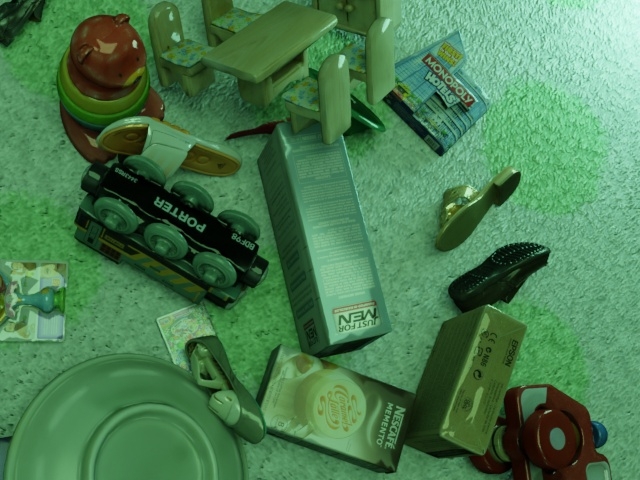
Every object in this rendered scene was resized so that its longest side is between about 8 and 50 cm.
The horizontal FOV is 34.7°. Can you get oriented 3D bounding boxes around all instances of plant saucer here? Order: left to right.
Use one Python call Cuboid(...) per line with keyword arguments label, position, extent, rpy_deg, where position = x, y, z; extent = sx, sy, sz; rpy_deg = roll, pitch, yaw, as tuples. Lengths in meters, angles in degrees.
Cuboid(label="plant saucer", position=(-0.268, 0.360, 1.553), extent=(0.400, 0.100, 0.401), rpy_deg=(13, 66, -31))

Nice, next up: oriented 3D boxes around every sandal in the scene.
Cuboid(label="sandal", position=(-0.241, -0.135, 1.714), extent=(0.265, 0.102, 0.076), rpy_deg=(13, 55, -34))
Cuboid(label="sandal", position=(0.264, -0.070, 1.885), extent=(0.079, 0.088, 0.240), rpy_deg=(35, 59, 31))

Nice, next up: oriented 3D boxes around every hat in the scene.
Cuboid(label="hat", position=(-0.017, -0.193, 1.852), extent=(0.208, 0.173, 0.184), rpy_deg=(39, 105, 5))

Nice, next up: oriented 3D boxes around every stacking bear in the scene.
Cuboid(label="stacking bear", position=(-0.347, -0.267, 1.664), extent=(0.175, 0.289, 0.164), rpy_deg=(-41, 88, -19))

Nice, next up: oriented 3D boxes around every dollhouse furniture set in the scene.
Cuboid(label="dollhouse furniture set", position=(-0.034, -0.405, 1.718), extent=(0.362, 0.257, 0.394), rpy_deg=(23, 48, 29))

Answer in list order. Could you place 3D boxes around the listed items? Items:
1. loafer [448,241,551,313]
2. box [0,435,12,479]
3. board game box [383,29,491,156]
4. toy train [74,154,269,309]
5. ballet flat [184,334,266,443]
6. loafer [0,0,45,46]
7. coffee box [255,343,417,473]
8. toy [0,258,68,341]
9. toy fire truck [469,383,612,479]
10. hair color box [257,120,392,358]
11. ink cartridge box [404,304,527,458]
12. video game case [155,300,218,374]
Cuboid(label="loafer", position=(0.326, 0.072, 1.857), extent=(0.220, 0.080, 0.078), rpy_deg=(-26, 116, -19))
Cuboid(label="box", position=(-0.465, 0.431, 1.554), extent=(0.184, 0.103, 0.261), rpy_deg=(-6, 77, -18))
Cuboid(label="board game box", position=(0.227, -0.293, 1.929), extent=(0.194, 0.060, 0.194), rpy_deg=(45, 71, 1))
Cuboid(label="toy train", position=(-0.247, -0.006, 1.673), extent=(0.333, 0.190, 0.142), rpy_deg=(30, 54, -7))
Cuboid(label="ballet flat", position=(-0.161, 0.241, 1.643), extent=(0.068, 0.072, 0.213), rpy_deg=(3, 42, -41))
Cuboid(label="loafer", position=(-0.510, -0.407, 1.792), extent=(0.170, 0.062, 0.061), rpy_deg=(-43, 110, -16))
Cuboid(label="coffee box", position=(0.019, 0.282, 1.707), extent=(0.246, 0.098, 0.141), rpy_deg=(20, 72, -7))
Cuboid(label="toy", position=(-0.530, 0.091, 1.650), extent=(0.237, 0.056, 0.137), rpy_deg=(3, 74, -13))
Cuboid(label="toy fire truck", position=(0.403, 0.399, 1.752), extent=(0.253, 0.169, 0.302), rpy_deg=(5, 74, -37))
Cuboid(label="hair color box", position=(0.000, 0.000, 1.731), extent=(0.113, 0.185, 0.375), rpy_deg=(-10, 78, -16))
Cuboid(label="ink cartridge box", position=(0.237, 0.241, 1.719), extent=(0.088, 0.193, 0.235), rpy_deg=(25, 72, -8))
Cuboid(label="video game case", position=(-0.215, 0.172, 1.727), extent=(0.087, 0.011, 0.122), rpy_deg=(-21, 81, -18))
